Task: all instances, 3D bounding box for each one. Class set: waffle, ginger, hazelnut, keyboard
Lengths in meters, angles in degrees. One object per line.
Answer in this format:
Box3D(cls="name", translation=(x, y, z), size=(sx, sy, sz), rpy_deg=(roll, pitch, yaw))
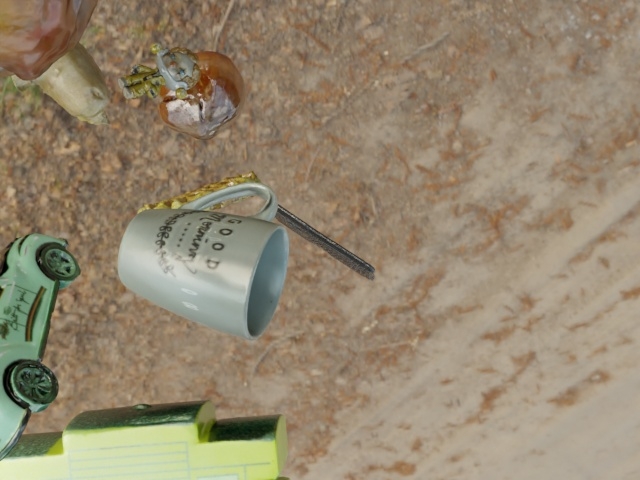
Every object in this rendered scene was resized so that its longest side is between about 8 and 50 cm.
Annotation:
Box3D(cls="waffle", translation=(-0.289, -0.097, 1.943), size=(0.302, 0.325, 0.068), rpy_deg=(-19, 100, -20))
Box3D(cls="ginger", translation=(-0.529, -0.342, 1.655), size=(0.267, 0.138, 0.152), rpy_deg=(32, 87, -28))
Box3D(cls="hazelnut", translation=(-0.232, -0.284, 1.613), size=(0.182, 0.182, 0.182), rpy_deg=(-4, 139, -3))
Box3D(cls="keyboard", translation=(0.000, 0.000, 1.634), size=(0.262, 0.016, 0.106), rpy_deg=(34, 171, 11))

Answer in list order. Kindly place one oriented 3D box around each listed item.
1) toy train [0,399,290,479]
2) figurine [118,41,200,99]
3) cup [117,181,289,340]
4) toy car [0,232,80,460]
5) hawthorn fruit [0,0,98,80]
Box3D(cls="toy train", translation=(-0.224, 0.347, 1.038), size=(0.442, 0.272, 0.179), rpy_deg=(-5, 178, 3))
Box3D(cls="figurine", translation=(-0.267, -0.276, 1.369), size=(0.101, 0.143, 0.068), rpy_deg=(40, 154, -6))
Box3D(cls="cup", translation=(-0.174, 0.008, 1.297), size=(0.234, 0.258, 0.186), rpy_deg=(16, 152, 13))
Box3D(cls="toy car", translation=(-0.361, 0.106, 0.886), size=(0.125, 0.306, 0.136), rpy_deg=(30, 124, -32))
Box3D(cls="hawthorn fruit", translation=(-0.483, -0.419, 1.054), size=(0.471, 0.472, 0.472), rpy_deg=(-4, 139, -3))
